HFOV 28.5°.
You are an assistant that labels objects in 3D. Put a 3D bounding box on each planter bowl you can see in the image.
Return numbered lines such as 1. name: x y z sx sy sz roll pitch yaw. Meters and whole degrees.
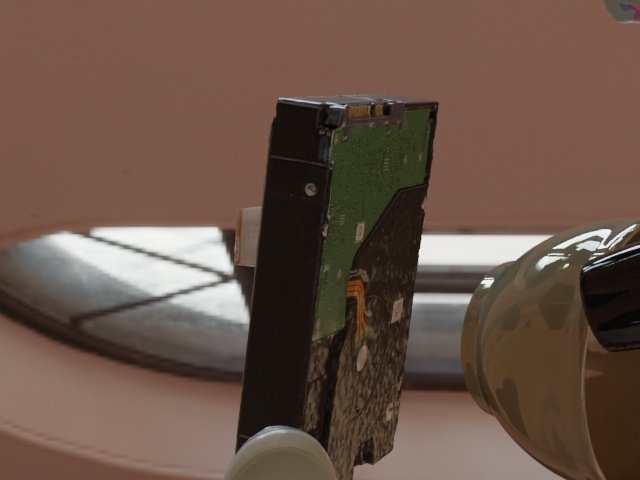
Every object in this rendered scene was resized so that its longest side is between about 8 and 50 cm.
1. planter bowl: 0.150 0.063 0.729 0.162 0.109 0.162 -4 -84 -46

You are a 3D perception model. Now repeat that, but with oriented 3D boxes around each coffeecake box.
1. coffeecake box: 0.000 0.000 1.367 0.185 0.142 0.068 179 95 -70

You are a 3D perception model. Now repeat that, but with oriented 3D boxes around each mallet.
1. mallet: 0.152 0.079 0.484 0.190 0.062 0.039 67 -151 -24

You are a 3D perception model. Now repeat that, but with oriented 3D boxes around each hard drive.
1. hard drive: 0.015 0.046 1.081 0.237 0.064 0.339 -18 -63 -64

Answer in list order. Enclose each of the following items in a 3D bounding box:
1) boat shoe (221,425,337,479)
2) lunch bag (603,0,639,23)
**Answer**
1. boat shoe: -0.031 0.185 0.836 0.081 0.079 0.228 -99 7 -46
2. lunch bag: 0.343 -0.334 1.149 0.108 0.224 0.279 24 136 55
